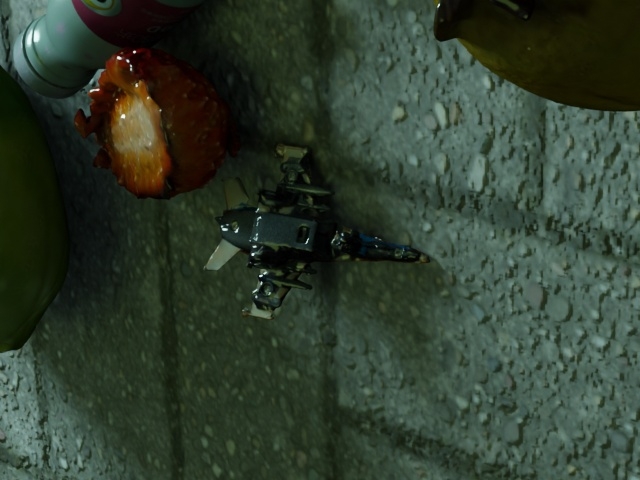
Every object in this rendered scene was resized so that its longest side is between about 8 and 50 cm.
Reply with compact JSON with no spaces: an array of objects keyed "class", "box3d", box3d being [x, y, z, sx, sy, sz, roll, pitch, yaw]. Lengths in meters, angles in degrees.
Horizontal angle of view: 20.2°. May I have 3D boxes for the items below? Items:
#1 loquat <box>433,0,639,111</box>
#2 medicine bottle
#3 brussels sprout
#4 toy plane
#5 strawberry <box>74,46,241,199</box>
[{"class":"loquat","box3d":[0.153,-0.173,0.935,0.244,0.244,0.244,21,120,42]},{"class":"medicine bottle","box3d":[-0.163,-0.182,1.394,0.217,0.090,0.090,-31,81,50]},{"class":"brussels sprout","box3d":[-0.367,-0.034,1.546,0.344,0.268,0.344,32,134,40]},{"class":"toy plane","box3d":[-0.007,-0.002,1.314,0.188,0.062,0.135,10,86,43]},{"class":"strawberry","box3d":[-0.126,-0.095,1.399,0.188,0.082,0.121,-2,112,66]}]
